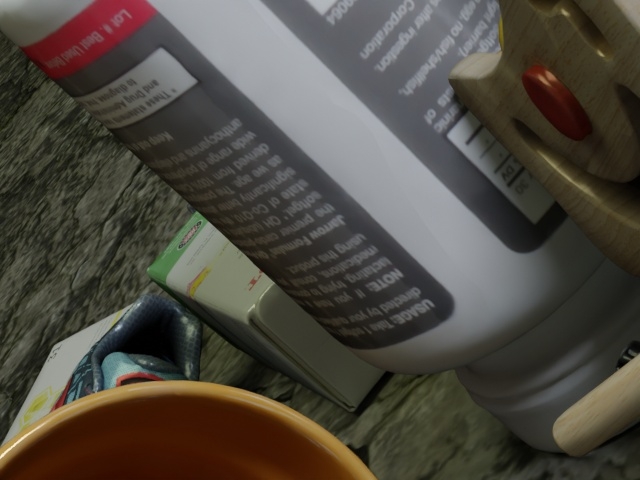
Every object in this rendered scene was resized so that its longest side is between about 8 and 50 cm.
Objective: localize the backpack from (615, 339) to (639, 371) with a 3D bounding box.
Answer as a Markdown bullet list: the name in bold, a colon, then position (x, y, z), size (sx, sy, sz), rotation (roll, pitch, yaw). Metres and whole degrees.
- **backpack**: position (0.172, 0.065, 0.504), size (0.152, 0.115, 0.182), rotation (-42, 15, 23)

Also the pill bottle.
- **pill bottle**: position (0.030, -0.055, 0.729), size (0.176, 0.318, 0.176), rotation (-40, 21, 18)

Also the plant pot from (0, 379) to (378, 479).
- **plant pot**: position (-0.078, 0.178, 0.727), size (0.205, 0.205, 0.188), rotation (-56, 5, -24)

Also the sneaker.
- **sneaker**: position (-0.127, 0.121, 0.985), size (0.262, 0.104, 0.125), rotation (-81, 16, -58)

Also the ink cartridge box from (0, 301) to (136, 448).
- **ink cartridge box**: position (-0.201, 0.150, 1.215), size (0.235, 0.056, 0.171), rotation (-27, 29, 40)

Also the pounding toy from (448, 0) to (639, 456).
- **pounding toy**: position (0.081, -0.044, 0.510), size (0.155, 0.154, 0.269), rotation (-40, 7, -6)

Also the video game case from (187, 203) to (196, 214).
- **video game case**: position (0.025, -0.137, 1.240), size (0.275, 0.035, 0.248), rotation (-44, 8, 15)

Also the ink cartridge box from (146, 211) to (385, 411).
- **ink cartridge box**: position (0.000, 0.000, 1.025), size (0.154, 0.093, 0.212), rotation (-51, 18, -9)
